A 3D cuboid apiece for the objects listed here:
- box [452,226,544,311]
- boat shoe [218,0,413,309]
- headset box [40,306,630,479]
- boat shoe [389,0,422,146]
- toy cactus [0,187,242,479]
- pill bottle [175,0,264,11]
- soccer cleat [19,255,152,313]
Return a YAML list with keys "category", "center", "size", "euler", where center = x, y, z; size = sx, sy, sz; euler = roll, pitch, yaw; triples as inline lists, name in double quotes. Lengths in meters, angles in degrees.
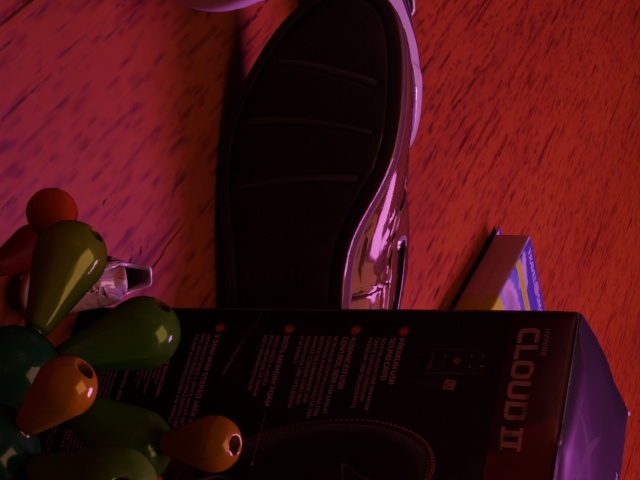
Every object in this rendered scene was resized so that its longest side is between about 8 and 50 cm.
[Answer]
- category: "box"
  center: [0.164, 0.074, 1.232]
  size: [0.178, 0.042, 0.109]
  euler: [-52, 135, -51]
- category: "boat shoe"
  center: [0.000, 0.000, 0.840]
  size: [0.104, 0.111, 0.307]
  euler: [21, 80, -66]
- category: "headset box"
  center: [0.006, 0.148, 0.617]
  size: [0.110, 0.293, 0.218]
  euler: [53, 42, -50]
- category: "boat shoe"
  center: [0.034, -0.162, 0.931]
  size: [0.070, 0.078, 0.219]
  euler: [-36, 120, -58]
- category: "toy cactus"
  center: [-0.139, 0.063, 0.506]
  size: [0.181, 0.219, 0.112]
  euler: [-16, 128, -22]
- category: "pill bottle"
  center: [-0.022, -0.198, 0.782]
  size: [0.193, 0.108, 0.108]
  euler: [-34, 119, -60]
- category: "soccer cleat"
  center: [-0.115, 0.021, 0.664]
  size: [0.083, 0.036, 0.029]
  euler: [-10, 98, -64]
